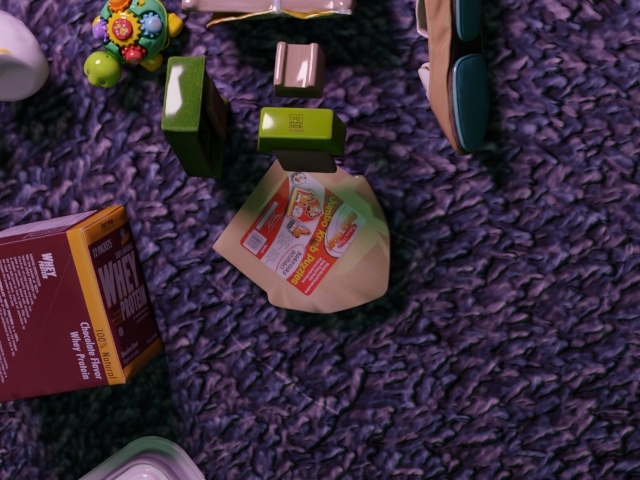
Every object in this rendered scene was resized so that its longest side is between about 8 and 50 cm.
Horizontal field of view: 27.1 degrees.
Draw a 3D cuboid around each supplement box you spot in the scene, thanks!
[{"bbox_3d":[-0.321,0.077,1.593,0.194,0.129,0.191,-11,101,16],"label":"supplement box"}]

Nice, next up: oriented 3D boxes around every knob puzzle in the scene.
[{"bbox_3d":[0.000,0.000,1.549,0.213,0.030,0.213,3,104,13],"label":"knob puzzle"}]

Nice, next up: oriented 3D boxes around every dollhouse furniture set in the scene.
[{"bbox_3d":[-0.054,-0.232,1.482,0.198,0.151,0.301,2,76,8],"label":"dollhouse furniture set"}]

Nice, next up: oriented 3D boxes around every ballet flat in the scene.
[{"bbox_3d":[0.142,-0.210,1.449,0.073,0.080,0.232,9,106,40],"label":"ballet flat"}]

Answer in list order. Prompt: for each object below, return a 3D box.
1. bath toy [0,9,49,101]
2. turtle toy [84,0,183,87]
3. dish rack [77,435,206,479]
[{"bbox_3d":[-0.472,-0.160,1.578,0.348,0.151,0.129,-37,50,21],"label":"bath toy"},{"bbox_3d":[-0.224,-0.233,1.523,0.095,0.066,0.130,35,109,3],"label":"turtle toy"},{"bbox_3d":[-0.213,0.445,1.697,0.286,0.072,0.332,-37,95,18],"label":"dish rack"}]
